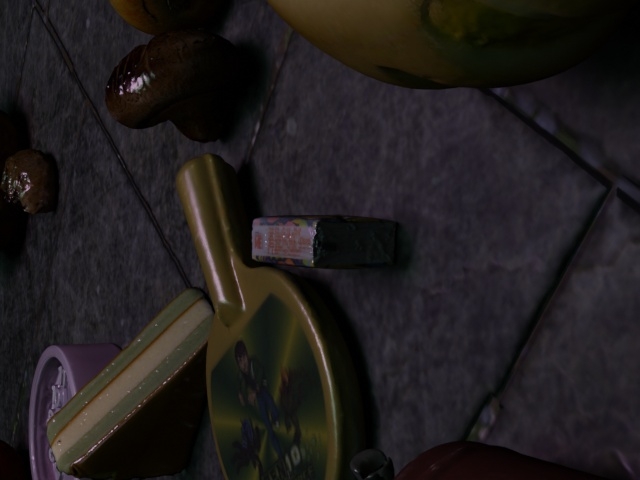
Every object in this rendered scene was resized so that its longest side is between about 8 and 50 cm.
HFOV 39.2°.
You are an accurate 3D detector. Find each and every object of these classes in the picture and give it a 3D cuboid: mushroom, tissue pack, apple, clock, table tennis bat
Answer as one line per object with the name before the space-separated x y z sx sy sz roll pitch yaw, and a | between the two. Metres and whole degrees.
mushroom | -0.119 -0.131 0.742 0.126 0.109 0.084 -18 68 40
tissue pack | 0.000 0.000 0.579 0.083 0.063 0.035 5 95 57
apple | -0.136 -0.236 0.777 0.102 0.099 0.114 55 136 47
clock | -0.259 0.210 0.978 0.197 0.068 0.196 -6 83 58
table tennis bat | -0.049 0.074 0.678 0.198 0.050 0.320 -49 53 48

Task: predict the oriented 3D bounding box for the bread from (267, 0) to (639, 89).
bread | 0.081 -0.211 0.370 0.333 0.160 0.332 -4 85 60

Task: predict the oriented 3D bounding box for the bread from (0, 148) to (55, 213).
bread | -0.400 -0.083 1.225 0.113 0.060 0.082 19 107 58

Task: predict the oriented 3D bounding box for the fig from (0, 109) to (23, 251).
fig | -0.630 -0.078 1.321 0.286 0.369 0.286 24 118 54

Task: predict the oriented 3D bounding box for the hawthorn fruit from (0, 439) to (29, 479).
hawthorn fruit | -0.497 0.358 1.240 0.215 0.215 0.249 -6 79 58

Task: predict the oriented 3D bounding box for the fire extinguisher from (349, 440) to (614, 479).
fire extinguisher | 0.109 0.166 0.376 0.337 0.107 0.147 0 113 59

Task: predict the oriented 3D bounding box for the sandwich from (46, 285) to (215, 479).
sandwich | -0.163 0.124 0.786 0.079 0.114 0.163 49 128 48
